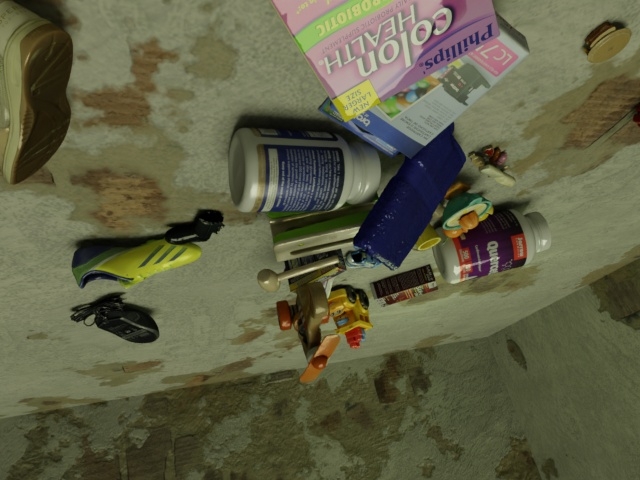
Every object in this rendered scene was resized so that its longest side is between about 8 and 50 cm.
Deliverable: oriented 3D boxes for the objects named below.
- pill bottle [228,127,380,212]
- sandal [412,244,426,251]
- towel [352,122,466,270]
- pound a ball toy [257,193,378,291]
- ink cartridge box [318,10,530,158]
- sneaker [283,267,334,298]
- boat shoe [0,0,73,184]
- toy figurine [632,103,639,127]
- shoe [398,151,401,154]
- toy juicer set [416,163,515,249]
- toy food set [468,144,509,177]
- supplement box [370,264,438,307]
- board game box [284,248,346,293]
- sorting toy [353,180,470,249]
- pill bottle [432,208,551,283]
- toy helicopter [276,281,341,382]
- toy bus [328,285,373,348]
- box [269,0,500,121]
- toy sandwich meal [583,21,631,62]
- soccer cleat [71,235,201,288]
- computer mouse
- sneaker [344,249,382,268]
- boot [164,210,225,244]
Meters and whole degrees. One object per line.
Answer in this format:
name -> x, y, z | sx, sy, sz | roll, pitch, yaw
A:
pill bottle -> -0.030, -0.131, 0.902 | 0.265, 0.153, 0.153 | -2, 153, -23
sandal -> 0.308, 0.006, 1.487 | 0.072, 0.049, 0.180 | -21, 154, 14
towel -> 0.185, -0.095, 0.993 | 0.308, 0.076, 0.228 | -58, 151, 0
pound a ball toy -> 0.000, 0.000, 1.126 | 0.319, 0.208, 0.135 | -13, 155, -3
ink cartridge box -> 0.148, -0.254, 0.774 | 0.186, 0.065, 0.311 | 27, 140, -21
sneaker -> -0.044, 0.112, 1.480 | 0.161, 0.102, 0.282 | -3, 142, -16
boat shoe -> -0.418, -0.193, 0.650 | 0.098, 0.109, 0.302 | 37, 139, -8
toy figurine -> 0.833, -0.255, 1.030 | 0.148, 0.213, 0.209 | 15, 140, -26
shoe -> 0.159, -0.251, 0.877 | 0.077, 0.058, 0.219 | 12, 147, -6
toy juicer set -> 0.406, -0.076, 1.246 | 0.209, 0.089, 0.329 | -7, 153, -33
toy food set -> 0.413, -0.199, 1.155 | 0.078, 0.019, 0.122 | -27, 144, 25
supplement box -> 0.324, 0.179, 1.830 | 0.240, 0.073, 0.130 | -20, 154, 10
board game box -> -0.020, 0.050, 1.298 | 0.170, 0.141, 0.048 | -29, 151, 31
sorting toy -> 0.238, -0.072, 1.288 | 0.348, 0.047, 0.196 | -30, 156, 21
pill bottle -> 0.517, 0.011, 1.452 | 0.323, 0.181, 0.181 | -15, 155, 1
toy helicopter -> -0.022, 0.214, 1.194 | 0.140, 0.234, 0.355 | -7, 154, -10
toy bus -> 0.102, 0.300, 1.806 | 0.149, 0.211, 0.220 | -24, 152, 24
box -> 0.057, -0.301, 0.543 | 0.214, 0.117, 0.243 | -26, 137, 15
toy sandwich meal -> 0.519, -0.359, 0.863 | 0.086, 0.029, 0.085 | -16, 157, -7
soccer cleat -> -0.427, 0.059, 1.126 | 0.289, 0.121, 0.093 | -4, 153, -22
computer mouse -> -0.611, 0.243, 1.488 | 0.189, 0.072, 0.272 | -19, 142, 16
sneaker -> 0.148, 0.057, 1.507 | 0.144, 0.053, 0.059 | -9, 152, -14
boot -> -0.289, -0.030, 1.103 | 0.121, 0.045, 0.099 | -3, 156, -39
